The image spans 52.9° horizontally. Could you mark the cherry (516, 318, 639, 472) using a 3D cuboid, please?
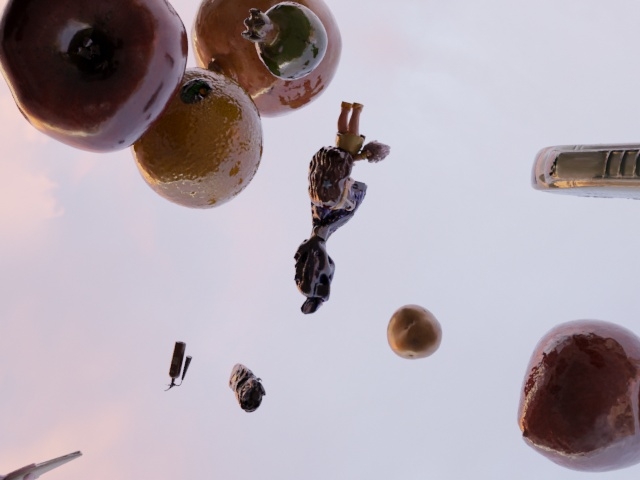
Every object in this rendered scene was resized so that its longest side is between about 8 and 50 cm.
[{"bbox_3d":[0.466,0.269,1.111,0.221,0.308,0.261,-33,-103,60],"label":"cherry"}]

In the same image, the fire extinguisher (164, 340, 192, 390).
[{"bbox_3d":[-0.283,0.257,1.301,0.046,0.032,0.100,10,-93,7],"label":"fire extinguisher"}]

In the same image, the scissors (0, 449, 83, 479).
[{"bbox_3d":[-0.451,0.357,0.977,0.022,0.176,0.085,35,-49,45],"label":"scissors"}]

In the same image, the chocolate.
[{"bbox_3d":[0.001,0.005,1.508,0.126,0.148,0.343,17,-95,15],"label":"chocolate"}]

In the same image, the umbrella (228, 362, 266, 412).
[{"bbox_3d":[-0.161,0.303,1.358,0.066,0.059,0.236,-54,-167,-9],"label":"umbrella"}]

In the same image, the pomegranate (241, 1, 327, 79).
[{"bbox_3d":[-0.057,-0.301,0.958,0.115,0.142,0.114,0,-90,37],"label":"pomegranate"}]

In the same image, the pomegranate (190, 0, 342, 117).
[{"bbox_3d":[-0.132,-0.411,1.386,0.339,0.338,0.337,-10,-107,34],"label":"pomegranate"}]

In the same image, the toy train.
[{"bbox_3d":[0.460,-0.111,1.023,0.407,0.088,0.086,13,-84,64],"label":"toy train"}]

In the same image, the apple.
[{"bbox_3d":[-0.267,-0.226,0.769,0.234,0.234,0.233,-10,-107,34],"label":"apple"}]

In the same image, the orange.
[{"bbox_3d":[-0.202,-0.168,1.062,0.237,0.236,0.236,-10,-107,34],"label":"orange"}]

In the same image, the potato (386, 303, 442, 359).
[{"bbox_3d":[0.191,0.185,1.306,0.147,0.112,0.111,-167,-85,-72],"label":"potato"}]

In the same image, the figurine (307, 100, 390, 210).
[{"bbox_3d":[0.048,-0.183,1.419,0.175,0.116,0.239,18,-95,53],"label":"figurine"}]
